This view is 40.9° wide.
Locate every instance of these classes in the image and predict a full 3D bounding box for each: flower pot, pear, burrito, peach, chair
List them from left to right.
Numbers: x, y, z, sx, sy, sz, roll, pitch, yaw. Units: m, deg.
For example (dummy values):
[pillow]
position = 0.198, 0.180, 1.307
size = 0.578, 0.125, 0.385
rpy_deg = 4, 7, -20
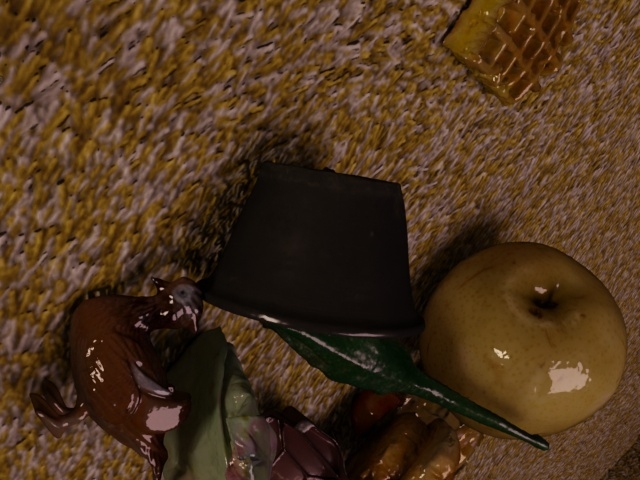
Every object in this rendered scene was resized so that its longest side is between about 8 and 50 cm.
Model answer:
[burrito]
position = -0.106, 0.192, 0.866
size = 0.089, 0.229, 0.143
rpy_deg = 28, 99, -27
[chair]
position = -0.047, 0.318, 1.168
size = 0.175, 0.183, 0.326
rpy_deg = -49, -168, -9
[flower pot]
position = 0.000, 0.000, 0.864
size = 0.235, 0.235, 0.148
rpy_deg = 3, 97, -53
[peach]
position = 0.083, 0.257, 1.325
size = 0.098, 0.061, 0.098
rpy_deg = -35, 164, -11
[pear]
position = 0.294, 0.156, 1.290
size = 0.309, 0.309, 0.309
rpy_deg = -33, 142, -30

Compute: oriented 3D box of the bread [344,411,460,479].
[bread]
position = 0.108, 0.359, 1.292
size = 0.236, 0.120, 0.198
rpy_deg = -44, 176, 12

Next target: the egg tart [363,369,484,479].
[egg tart]
position = 0.195, 0.347, 1.499
size = 0.315, 0.120, 0.314
rpy_deg = -32, 143, -28

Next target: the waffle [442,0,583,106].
[waffle]
position = 0.266, -0.280, 1.055
size = 0.229, 0.057, 0.219
rpy_deg = -57, 148, 4

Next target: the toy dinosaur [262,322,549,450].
[toy dinosaur]
position = 0.090, 0.170, 1.025
size = 0.087, 0.301, 0.447
rpy_deg = -57, 150, 8

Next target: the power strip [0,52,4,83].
[power strip]
position = -0.272, -0.128, 0.534
size = 0.076, 0.028, 0.169
rpy_deg = -52, 146, -4

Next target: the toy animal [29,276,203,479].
[toy animal]
position = -0.165, 0.133, 0.804
size = 0.179, 0.188, 0.089
rpy_deg = -30, -173, -7
